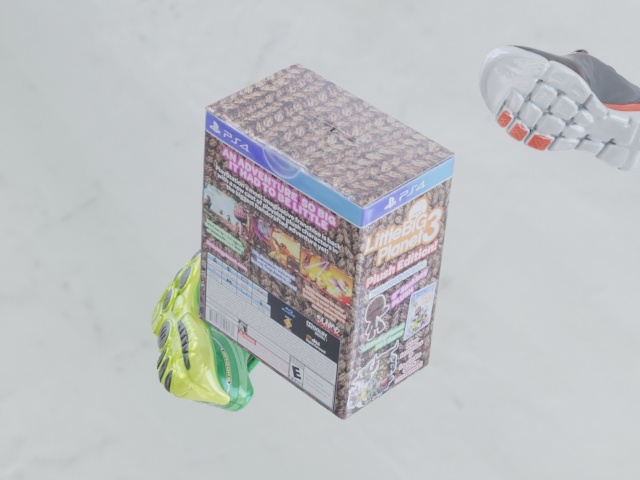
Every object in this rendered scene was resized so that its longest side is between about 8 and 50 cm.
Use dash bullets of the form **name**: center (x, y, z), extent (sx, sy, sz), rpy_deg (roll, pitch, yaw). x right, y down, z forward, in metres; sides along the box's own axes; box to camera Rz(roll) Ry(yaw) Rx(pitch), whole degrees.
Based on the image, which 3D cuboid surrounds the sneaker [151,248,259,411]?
- **sneaker**: center (-0.132, 0.113, 2.309), extent (0.123, 0.295, 0.109), rpy_deg (33, -65, -21)

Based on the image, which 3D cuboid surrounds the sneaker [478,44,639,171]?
- **sneaker**: center (0.157, -0.094, 1.215), extent (0.061, 0.158, 0.065), rpy_deg (-43, -138, 29)

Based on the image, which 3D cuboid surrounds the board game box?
- **board game box**: center (0.000, 0.000, 2.037), extent (0.232, 0.141, 0.291), rpy_deg (33, -44, 32)
